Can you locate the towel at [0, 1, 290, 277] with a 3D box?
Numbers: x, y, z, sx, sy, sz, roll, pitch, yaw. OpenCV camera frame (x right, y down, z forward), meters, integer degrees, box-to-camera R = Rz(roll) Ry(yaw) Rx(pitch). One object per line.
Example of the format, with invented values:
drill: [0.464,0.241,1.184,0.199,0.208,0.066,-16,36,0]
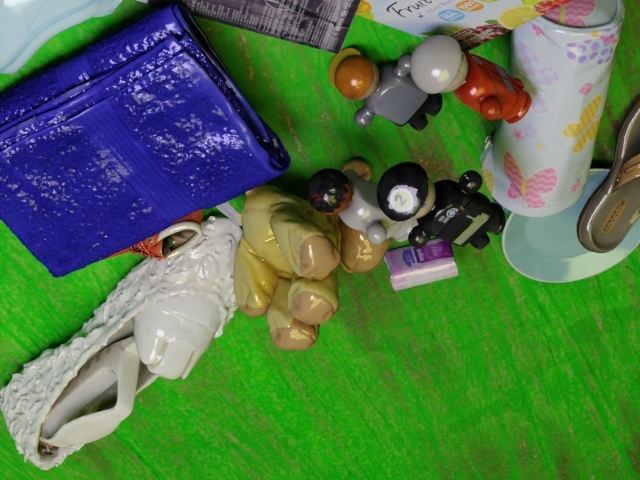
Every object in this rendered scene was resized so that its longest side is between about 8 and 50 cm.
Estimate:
towel: [-0.213,-0.088,1.549,0.308,0.076,0.227,-24,123,19]

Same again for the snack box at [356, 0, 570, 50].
snack box: [0.129,-0.261,1.444,0.175,0.070,0.207,15,162,-27]

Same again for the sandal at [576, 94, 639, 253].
sandal: [0.369,-0.076,1.730,0.090,0.060,0.219,20,106,-29]

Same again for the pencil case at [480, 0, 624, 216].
pencil case: [0.246,-0.156,1.613,0.113,0.124,0.273,-26,142,-29]

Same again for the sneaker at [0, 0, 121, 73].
sneaker: [-0.210,-0.281,1.329,0.366,0.135,0.150,-33,146,24]

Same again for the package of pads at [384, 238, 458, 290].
package of pads: [0.121,0.028,1.801,0.083,0.050,0.032,-13,135,0]

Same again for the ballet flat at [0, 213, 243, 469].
ballet flat: [-0.217,0.139,1.770,0.409,0.147,0.147,-40,129,22]

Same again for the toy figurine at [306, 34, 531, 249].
toy figurine: [0.091,-0.100,1.542,0.148,0.209,0.213,19,82,-38]

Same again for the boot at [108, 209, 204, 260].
boot: [-0.201,-0.006,1.668,0.158,0.084,0.059,-24,136,12]

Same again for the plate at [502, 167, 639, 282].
plate: [0.309,-0.022,1.818,0.188,0.024,0.188,-6,134,-7]

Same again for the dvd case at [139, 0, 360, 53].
dvd case: [-0.070,-0.253,1.429,0.221,0.018,0.164,14,154,-6]

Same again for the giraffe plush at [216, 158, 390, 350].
giraffe plush: [0.000,0.000,1.671,0.170,0.210,0.181,-12,147,-34]
